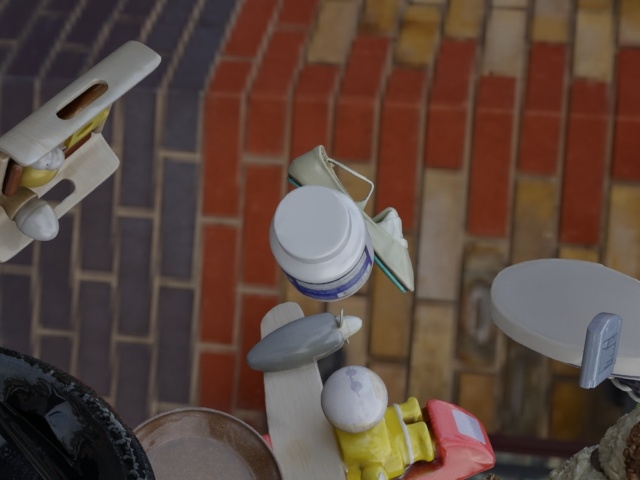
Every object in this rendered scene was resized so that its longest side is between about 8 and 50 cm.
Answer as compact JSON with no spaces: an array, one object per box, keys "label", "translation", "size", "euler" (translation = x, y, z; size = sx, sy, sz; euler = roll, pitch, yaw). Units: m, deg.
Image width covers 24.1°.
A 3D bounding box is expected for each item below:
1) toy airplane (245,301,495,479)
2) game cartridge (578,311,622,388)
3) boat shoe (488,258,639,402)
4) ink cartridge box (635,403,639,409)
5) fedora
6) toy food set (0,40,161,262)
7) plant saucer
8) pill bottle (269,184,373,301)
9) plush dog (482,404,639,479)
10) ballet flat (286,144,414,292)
[{"label":"toy airplane","translation":[0.000,0.264,1.965],"size":[0.384,0.386,0.272],"euler":[-42,156,-42]},{"label":"game cartridge","translation":[0.230,0.087,1.226],"size":[0.083,0.017,0.056],"euler":[-11,114,-67]},{"label":"boat shoe","translation":[0.338,0.130,1.571],"size":[0.158,0.341,0.127],"euler":[91,16,-50]},{"label":"ink cartridge box","translation":[0.484,0.369,2.262],"size":[0.097,0.189,0.255],"euler":[24,79,-35]},{"label":"fedora","translation":[-0.323,0.255,1.462],"size":[0.334,0.334,0.152],"euler":[-71,-173,-59]},{"label":"toy food set","translation":[-0.302,-0.099,1.816],"size":[0.220,0.092,0.306],"euler":[-43,177,-28]},{"label":"plant saucer","translation":[-0.138,0.281,1.633],"size":[0.036,0.199,0.198],"euler":[116,-15,-62]},{"label":"pill bottle","translation":[0.000,0.000,1.713],"size":[0.186,0.112,0.112],"euler":[66,30,-75]},{"label":"plush dog","translation":[0.281,0.227,1.332],"size":[0.225,0.210,0.262],"euler":[-49,154,17]},{"label":"ballet flat","translation":[0.061,-0.036,2.093],"size":[0.086,0.248,0.086],"euler":[-45,-179,1]}]
